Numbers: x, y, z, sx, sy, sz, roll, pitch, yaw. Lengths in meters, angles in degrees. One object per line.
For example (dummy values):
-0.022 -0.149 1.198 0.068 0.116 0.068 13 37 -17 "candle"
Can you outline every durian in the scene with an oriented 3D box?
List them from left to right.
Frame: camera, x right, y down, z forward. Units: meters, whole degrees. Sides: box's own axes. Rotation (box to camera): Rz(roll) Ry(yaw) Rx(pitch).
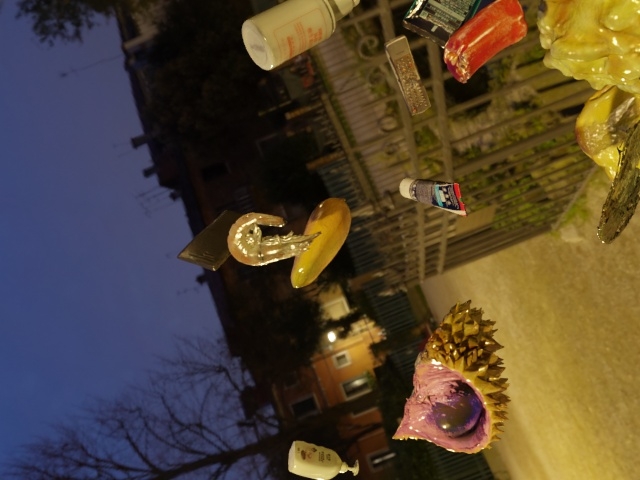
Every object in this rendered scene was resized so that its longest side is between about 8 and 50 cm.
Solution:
0.212 0.198 0.956 0.260 0.154 0.186 86 -159 -60 "durian"

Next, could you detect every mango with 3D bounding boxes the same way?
0.000 0.000 1.770 0.119 0.317 0.176 30 145 0 "mango"

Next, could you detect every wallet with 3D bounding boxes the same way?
-0.273 -0.008 1.738 0.244 0.124 0.025 -52 -31 -46 "wallet"

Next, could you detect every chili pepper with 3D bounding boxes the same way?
0.231 -0.283 0.892 0.073 0.123 0.070 54 175 -33 "chili pepper"

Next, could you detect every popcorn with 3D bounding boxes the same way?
0.541 -0.407 1.156 0.279 0.274 0.335 47 -165 10 "popcorn"

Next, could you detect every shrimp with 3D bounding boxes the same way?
-0.109 -0.011 1.464 0.047 0.223 0.126 -65 -39 -70 "shrimp"

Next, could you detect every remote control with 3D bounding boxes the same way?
0.207 -0.387 1.508 0.212 0.059 0.028 59 -172 -42 "remote control"

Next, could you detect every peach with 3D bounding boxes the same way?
0.919 -0.340 1.757 0.242 0.380 0.306 33 -146 -26 "peach"

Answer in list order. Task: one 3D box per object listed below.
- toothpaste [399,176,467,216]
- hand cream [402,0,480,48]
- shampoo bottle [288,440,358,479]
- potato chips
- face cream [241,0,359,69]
0.233 -0.094 1.309 0.193 0.045 0.071 22 137 62 "toothpaste"
0.260 -0.479 1.132 0.120 0.270 0.061 20 -156 -21 "hand cream"
0.010 0.475 1.359 0.077 0.152 0.045 -90 21 -61 "shampoo bottle"
0.528 -0.098 1.097 0.029 0.202 0.220 26 147 38 "potato chips"
-0.025 -0.428 1.243 0.101 0.252 0.101 46 157 26 "face cream"
